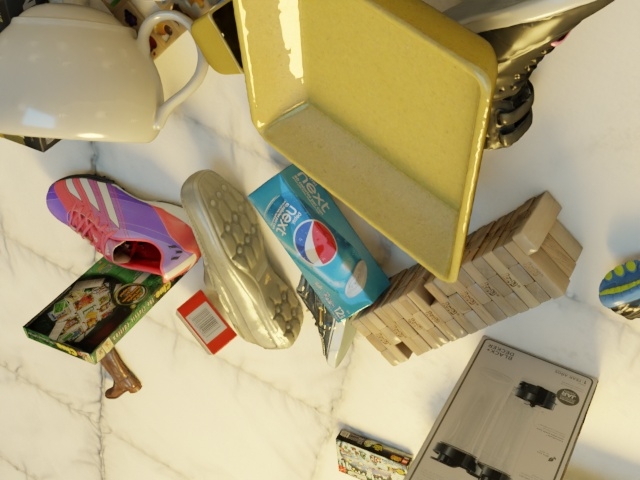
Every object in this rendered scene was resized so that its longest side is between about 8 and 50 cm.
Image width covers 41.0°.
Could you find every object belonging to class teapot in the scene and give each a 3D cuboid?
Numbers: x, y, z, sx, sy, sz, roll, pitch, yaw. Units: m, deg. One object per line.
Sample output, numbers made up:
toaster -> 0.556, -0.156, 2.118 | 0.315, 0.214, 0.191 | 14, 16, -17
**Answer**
teapot -> -0.314, -0.225, 1.105 | 0.253, 0.256, 0.187 | 15, 102, 52

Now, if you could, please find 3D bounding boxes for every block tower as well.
block tower -> 0.177, 0.062, 1.088 | 0.097, 0.091, 0.335 | 46, 138, -8

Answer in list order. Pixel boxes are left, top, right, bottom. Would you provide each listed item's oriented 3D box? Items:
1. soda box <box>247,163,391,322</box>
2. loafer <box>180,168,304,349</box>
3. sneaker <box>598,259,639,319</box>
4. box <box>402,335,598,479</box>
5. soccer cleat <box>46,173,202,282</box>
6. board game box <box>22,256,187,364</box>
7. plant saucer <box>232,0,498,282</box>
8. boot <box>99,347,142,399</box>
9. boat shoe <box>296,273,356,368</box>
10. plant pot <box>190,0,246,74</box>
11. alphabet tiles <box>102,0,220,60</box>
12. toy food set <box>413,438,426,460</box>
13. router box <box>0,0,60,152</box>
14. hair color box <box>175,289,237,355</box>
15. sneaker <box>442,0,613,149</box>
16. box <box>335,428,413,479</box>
soda box -> 0.000, 0.000, 1.141 | 0.067, 0.071, 0.210 | -35, 93, 33
loafer -> -0.133, 0.039, 1.274 | 0.112, 0.112, 0.319 | -7, 122, 29
sneaker -> 0.405, 0.048, 0.944 | 0.188, 0.067, 0.078 | -20, 133, 42
box -> 0.225, 0.270, 1.083 | 0.169, 0.290, 0.087 | 20, 134, 20
soccer cleat -> -0.329, -0.021, 1.356 | 0.318, 0.116, 0.108 | 17, 134, 23
board game box -> -0.320, 0.081, 1.332 | 0.136, 0.259, 0.030 | 15, 131, 26
plant saucer -> 0.052, -0.153, 0.888 | 0.333, 0.081, 0.332 | 40, 157, 24
boot -> -0.428, 0.266, 1.734 | 0.106, 0.037, 0.114 | -20, 116, 30
boat shoe -> 0.009, 0.104, 1.268 | 0.083, 0.065, 0.183 | 22, 128, 20
plant pot -> -0.109, -0.249, 1.034 | 0.083, 0.081, 0.081 | 0, 127, 52
alphabet tiles -> -0.215, -0.356, 1.068 | 0.237, 0.009, 0.198 | -25, 108, 45
toy food set -> 0.230, 0.303, 1.284 | 0.128, 0.071, 0.218 | 24, 144, -19
router box -> -0.506, -0.304, 1.264 | 0.243, 0.081, 0.308 | 19, 135, 21
hair color box -> -0.185, 0.134, 1.373 | 0.093, 0.053, 0.167 | 51, 167, -1
sneaker -> 0.202, -0.179, 0.856 | 0.296, 0.104, 0.147 | -13, 119, 50
box -> 0.093, 0.384, 1.472 | 0.137, 0.027, 0.094 | 15, 134, 24
